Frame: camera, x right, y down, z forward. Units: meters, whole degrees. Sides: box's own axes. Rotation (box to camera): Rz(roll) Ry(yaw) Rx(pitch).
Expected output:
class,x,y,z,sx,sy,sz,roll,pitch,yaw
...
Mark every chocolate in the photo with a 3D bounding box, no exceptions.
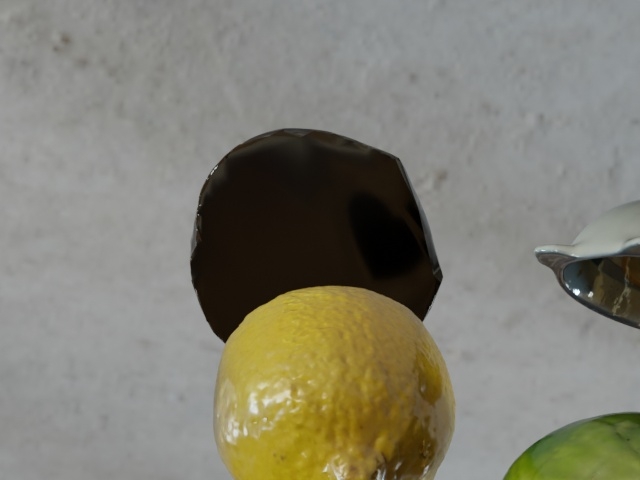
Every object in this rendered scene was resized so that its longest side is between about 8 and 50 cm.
class,x,y,z,sx,sy,sz,roll,pitch,yaw
chocolate,0.000,0.000,1.912,0.283,0.283,0.186,2,-168,12

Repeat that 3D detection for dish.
class,x,y,z,sx,sy,sz,roll,pitch,yaw
dish,0.308,0.011,1.412,0.236,0.086,0.228,25,161,-29

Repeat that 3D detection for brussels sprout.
class,x,y,z,sx,sy,sz,roll,pitch,yaw
brussels sprout,0.213,0.194,1.236,0.161,0.144,0.181,4,-162,-40

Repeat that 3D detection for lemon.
class,x,y,z,sx,sy,sz,roll,pitch,yaw
lemon,0.010,0.128,1.341,0.188,0.256,0.188,-1,109,-3
